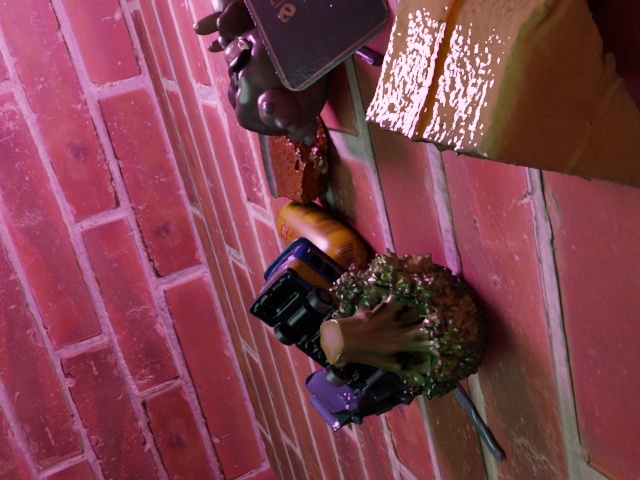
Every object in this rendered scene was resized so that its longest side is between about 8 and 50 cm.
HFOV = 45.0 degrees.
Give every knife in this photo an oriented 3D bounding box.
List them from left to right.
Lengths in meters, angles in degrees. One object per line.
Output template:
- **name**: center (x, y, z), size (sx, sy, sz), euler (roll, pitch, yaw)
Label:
- **knife**: center (0.277, 0.314, 1.425), size (0.210, 0.015, 0.028), euler (59, 166, 30)

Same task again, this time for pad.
- **pad**: center (-0.081, -0.441, 1.285), size (0.315, 0.063, 0.375), euler (-31, 79, 37)

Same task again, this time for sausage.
- **sausage**: center (0.000, 0.000, 1.705), size (0.347, 0.123, 0.123), euler (42, 148, 56)

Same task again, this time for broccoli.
- **broccoli**: center (0.137, 0.135, 1.304), size (0.288, 0.260, 0.235), euler (-30, 39, 53)

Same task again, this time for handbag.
- **handbag**: center (0.097, 0.302, 1.589), size (0.179, 0.229, 0.062), euler (-147, 42, -63)

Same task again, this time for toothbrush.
- **toothbrush**: center (0.019, -0.380, 1.396), size (0.354, 0.024, 0.029), euler (-132, 36, -50)

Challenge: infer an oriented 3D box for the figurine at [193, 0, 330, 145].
- **figurine**: center (-0.110, -0.362, 1.481), size (0.380, 0.203, 0.248), euler (64, -173, 8)

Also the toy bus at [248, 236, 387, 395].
- **toy bus**: center (0.016, 0.148, 1.525), size (0.288, 0.138, 0.175), euler (39, -153, -11)

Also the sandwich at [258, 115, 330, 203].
- **sandwich**: center (-0.054, -0.184, 1.684), size (0.212, 0.109, 0.292), euler (58, 159, 32)

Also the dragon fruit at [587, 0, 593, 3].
- **dragon fruit**: center (0.201, -0.362, 0.783), size (0.343, 0.100, 0.282), euler (105, 145, -59)

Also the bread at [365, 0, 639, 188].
- **bread**: center (0.220, -0.170, 0.831), size (0.263, 0.236, 0.198), euler (33, 107, 60)
